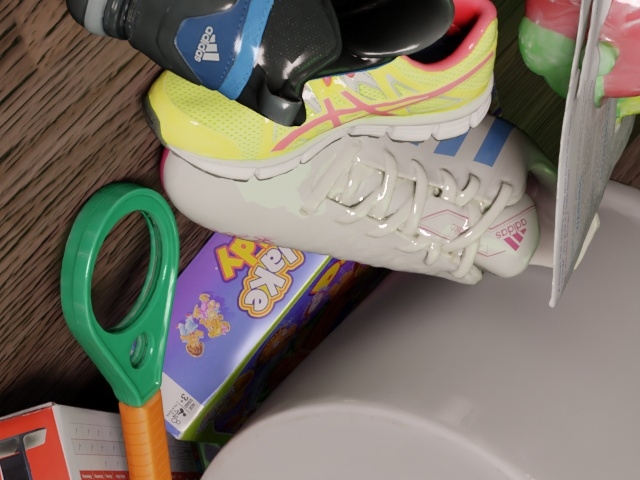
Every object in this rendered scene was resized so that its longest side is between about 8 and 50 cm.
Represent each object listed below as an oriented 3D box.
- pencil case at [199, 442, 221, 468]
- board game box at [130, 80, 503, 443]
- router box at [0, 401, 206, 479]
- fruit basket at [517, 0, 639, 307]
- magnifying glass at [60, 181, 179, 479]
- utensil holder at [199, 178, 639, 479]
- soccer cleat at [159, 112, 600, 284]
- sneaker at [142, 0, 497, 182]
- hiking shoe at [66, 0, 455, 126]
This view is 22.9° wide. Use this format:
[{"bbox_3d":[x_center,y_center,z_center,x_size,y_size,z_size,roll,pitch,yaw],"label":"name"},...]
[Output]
[{"bbox_3d":[-0.158,0.227,1.294,0.206,0.088,0.086,-37,160,-44],"label":"pencil case"},{"bbox_3d":[0.000,0.000,1.217,0.347,0.078,0.233,-51,167,0],"label":"board game box"},{"bbox_3d":[-0.124,0.269,1.052,0.082,0.301,0.335,-17,168,7],"label":"router box"},{"bbox_3d":[0.182,-0.182,0.979,0.353,0.165,0.327,-48,145,-51],"label":"fruit basket"},{"bbox_3d":[-0.111,0.071,0.936,0.092,0.026,0.231,-44,139,-47],"label":"magnifying glass"},{"bbox_3d":[0.129,0.166,1.138,0.327,0.327,0.385,-59,170,33],"label":"utensil holder"},{"bbox_3d":[0.055,-0.034,0.983,0.331,0.143,0.116,0,122,-47],"label":"soccer cleat"},{"bbox_3d":[0.005,-0.097,0.851,0.208,0.081,0.094,-14,151,-22],"label":"sneaker"},{"bbox_3d":[0.016,-0.137,0.753,0.304,0.132,0.113,-39,163,-44],"label":"hiking shoe"}]
